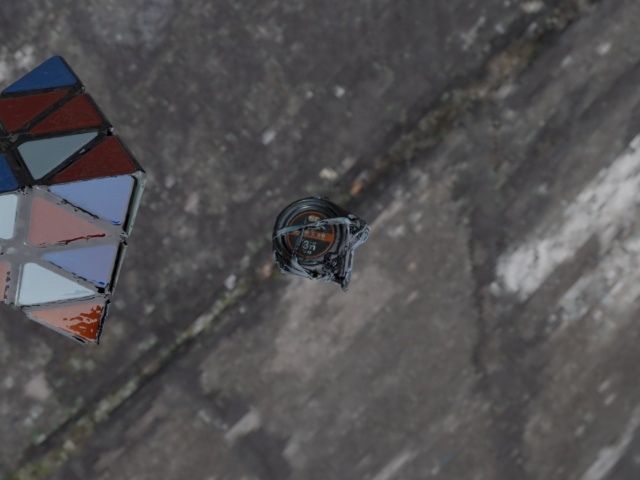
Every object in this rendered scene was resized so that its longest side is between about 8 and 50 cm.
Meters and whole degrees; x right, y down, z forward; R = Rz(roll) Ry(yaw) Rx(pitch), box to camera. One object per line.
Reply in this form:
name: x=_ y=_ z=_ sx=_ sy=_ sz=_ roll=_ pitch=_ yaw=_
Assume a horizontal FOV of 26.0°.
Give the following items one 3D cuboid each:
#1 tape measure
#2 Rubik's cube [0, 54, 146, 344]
tape measure: x=-0.002 y=-0.001 z=1.434 sx=0.054 sy=0.094 sz=0.091 roll=66 pitch=46 yaw=-73
Rubik's cube: x=-0.206 y=-0.068 z=1.186 sx=0.284 sy=0.234 sz=0.250 roll=36 pitch=62 yaw=-32
